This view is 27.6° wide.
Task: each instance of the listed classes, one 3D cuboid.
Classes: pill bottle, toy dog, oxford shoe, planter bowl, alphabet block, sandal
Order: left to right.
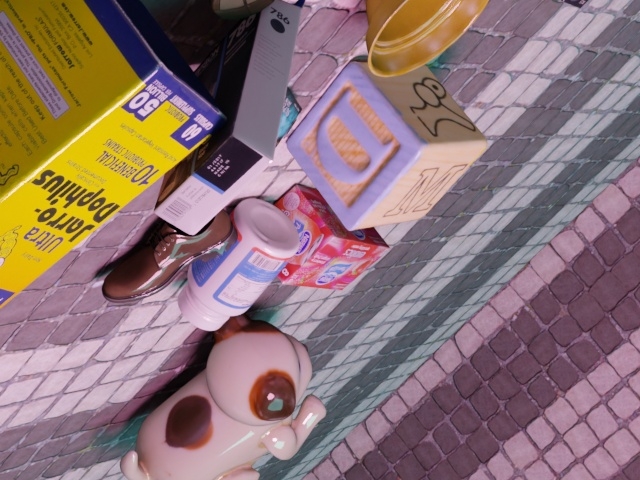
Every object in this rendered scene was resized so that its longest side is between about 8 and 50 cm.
[{"bbox_3d":[-0.242,0.011,1.985,0.227,0.083,0.096,-35,142,-9],"label":"oxford shoe"},{"bbox_3d":[-0.180,0.313,2.547,0.395,0.284,0.408,6,135,-38],"label":"toy dog"},{"bbox_3d":[-0.142,0.045,2.141,0.124,0.124,0.221,-10,148,-53],"label":"pill bottle"},{"bbox_3d":[-0.059,-0.333,1.527,0.219,0.060,0.090,-44,166,-27],"label":"sandal"},{"bbox_3d":[0.103,-0.150,2.020,0.197,0.192,0.193,-8,148,-52],"label":"alphabet block"},{"bbox_3d":[0.129,-0.332,1.792,0.217,0.090,0.217,-32,161,-13],"label":"planter bowl"}]

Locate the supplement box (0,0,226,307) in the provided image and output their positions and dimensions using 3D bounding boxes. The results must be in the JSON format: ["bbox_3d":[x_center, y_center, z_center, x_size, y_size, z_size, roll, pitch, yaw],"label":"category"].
[{"bbox_3d":[-0.314,-0.110,1.377,0.356,0.195,0.194,-39,161,6],"label":"supplement box"}]

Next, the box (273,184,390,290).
[{"bbox_3d":[0.000,0.000,2.280,0.128,0.122,0.257,-42,160,16],"label":"box"}]

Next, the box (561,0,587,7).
[{"bbox_3d":[0.338,-0.435,1.779,0.147,0.180,0.077,-45,161,24],"label":"box"}]

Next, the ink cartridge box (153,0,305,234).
[{"bbox_3d":[-0.103,-0.174,1.560,0.165,0.065,0.332,-41,-154,37],"label":"ink cartridge box"}]

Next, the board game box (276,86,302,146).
[{"bbox_3d":[-0.089,-0.170,1.826,0.126,0.026,0.186,-56,162,-5],"label":"board game box"}]
